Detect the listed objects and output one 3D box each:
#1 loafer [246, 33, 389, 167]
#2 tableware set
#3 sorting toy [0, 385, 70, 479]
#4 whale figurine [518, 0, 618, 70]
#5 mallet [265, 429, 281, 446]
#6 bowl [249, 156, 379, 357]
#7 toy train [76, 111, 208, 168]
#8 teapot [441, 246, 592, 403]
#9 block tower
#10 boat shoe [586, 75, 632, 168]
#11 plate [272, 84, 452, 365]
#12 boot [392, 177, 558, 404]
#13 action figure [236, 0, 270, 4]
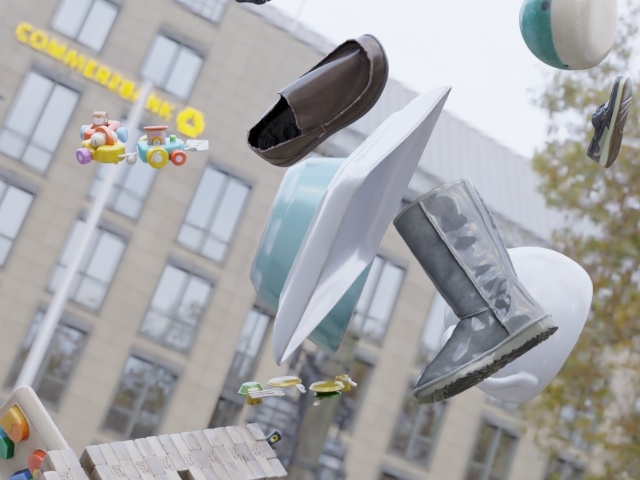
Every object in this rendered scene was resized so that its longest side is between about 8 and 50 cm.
[{"bbox_3d":[-0.010,-0.269,2.626,0.366,0.133,0.130,-44,-21,28],"label":"loafer"},{"bbox_3d":[-0.031,0.205,1.794,0.154,0.024,0.104,-6,8,-13],"label":"tableware set"},{"bbox_3d":[-0.537,0.387,2.381,0.208,0.038,0.193,-43,-103,39],"label":"sorting toy"},{"bbox_3d":[0.406,-0.413,2.159,0.141,0.271,0.216,3,-9,36],"label":"whale figurine"},{"bbox_3d":[-0.137,0.337,2.010,0.039,0.190,0.062,-18,-72,54],"label":"mallet"},{"bbox_3d":[0.000,0.000,1.945,0.163,0.311,0.311,20,-20,1],"label":"bowl"},{"bbox_3d":[-0.222,-0.126,1.562,0.166,0.125,0.046,6,-67,17],"label":"toy train"},{"bbox_3d":[0.266,0.107,1.939,0.187,0.252,0.256,29,-9,-6],"label":"teapot"},{"bbox_3d":[-0.196,0.300,1.607,0.336,0.091,0.097,0,-48,-41],"label":"block tower"},{"bbox_3d":[0.430,-0.180,1.981,0.049,0.056,0.152,23,-55,25],"label":"boat shoe"},{"bbox_3d":[0.038,-0.027,1.481,0.045,0.278,0.277,31,-54,9],"label":"plate"},{"bbox_3d":[0.138,0.054,1.453,0.208,0.190,0.076,57,-8,18],"label":"boot"},{"bbox_3d":[-0.087,-0.534,2.290,0.164,0.141,0.275,52,-30,6],"label":"action figure"}]
